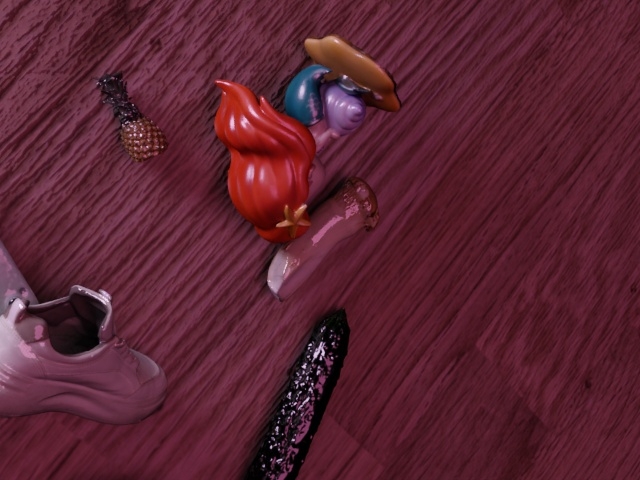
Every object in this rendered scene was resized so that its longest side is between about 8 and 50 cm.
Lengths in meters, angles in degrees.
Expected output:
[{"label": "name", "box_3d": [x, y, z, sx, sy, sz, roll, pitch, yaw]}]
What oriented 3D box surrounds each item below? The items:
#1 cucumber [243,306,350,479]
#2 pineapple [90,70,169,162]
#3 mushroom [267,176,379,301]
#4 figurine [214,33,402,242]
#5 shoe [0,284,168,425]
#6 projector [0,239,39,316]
[{"label": "cucumber", "box_3d": [-0.025, 0.233, 1.483, 0.072, 0.072, 0.300, 27, 82, -31]}, {"label": "pineapple", "box_3d": [-0.241, -0.162, 1.306, 0.058, 0.058, 0.124, -31, 106, -24]}, {"label": "mushroom", "box_3d": [0.000, 0.000, 1.466, 0.209, 0.071, 0.084, -43, 148, -15]}, {"label": "figurine", "box_3d": [-0.039, -0.143, 1.370, 0.257, 0.181, 0.208, -53, 159, -12]}, {"label": "shoe", "box_3d": [-0.276, 0.124, 1.219, 0.159, 0.124, 0.316, -56, 150, 16]}, {"label": "projector", "box_3d": [-0.465, 0.025, 1.160, 0.198, 0.108, 0.250, -35, 113, -23]}]
